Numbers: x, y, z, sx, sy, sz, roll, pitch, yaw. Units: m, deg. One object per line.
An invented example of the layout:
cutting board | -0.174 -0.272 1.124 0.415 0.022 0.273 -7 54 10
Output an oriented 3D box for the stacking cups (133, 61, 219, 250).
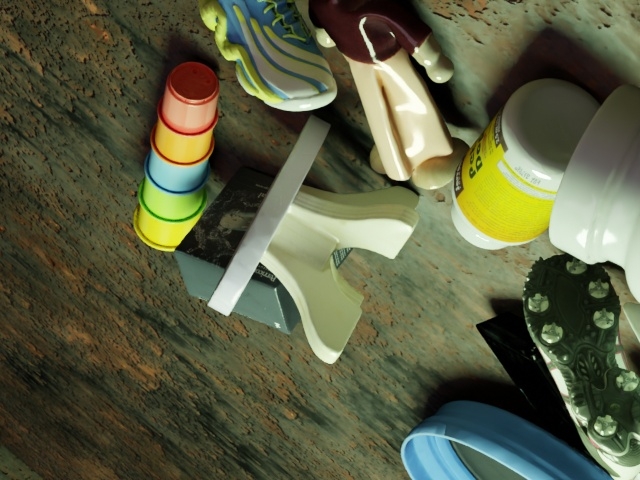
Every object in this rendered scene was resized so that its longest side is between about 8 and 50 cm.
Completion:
stacking cups | -0.180 -0.102 2.283 0.096 0.096 0.316 32 151 9

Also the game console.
game console | 0.330 0.207 2.118 0.213 0.044 0.361 53 167 -32

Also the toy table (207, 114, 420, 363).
toy table | 0.000 0.000 2.068 0.161 0.274 0.252 30 155 -2

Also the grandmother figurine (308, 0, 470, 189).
grandmother figurine | 0.053 -0.203 1.887 0.208 0.104 0.342 12 143 40

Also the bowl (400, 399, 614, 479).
bowl | 0.285 0.354 2.405 0.391 0.077 0.391 33 158 15

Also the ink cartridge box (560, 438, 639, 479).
ink cartridge box | 0.383 0.293 2.321 0.179 0.045 0.145 36 157 41

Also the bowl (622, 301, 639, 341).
bowl | 0.442 0.163 1.899 0.298 0.134 0.298 57 -171 -14

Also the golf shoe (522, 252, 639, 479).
golf shoe | 0.287 0.137 1.990 0.105 0.273 0.120 -13 144 -2

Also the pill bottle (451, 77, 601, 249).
pill bottle | 0.209 -0.071 1.890 0.117 0.117 0.215 36 150 1

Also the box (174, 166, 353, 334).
box | -0.069 0.010 2.262 0.156 0.158 0.093 20 146 27

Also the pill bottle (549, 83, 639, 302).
pill bottle | 0.411 0.000 1.681 0.363 0.210 0.210 26 149 20

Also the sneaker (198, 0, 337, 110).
sneaker | -0.063 -0.237 1.918 0.240 0.091 0.126 46 150 40
